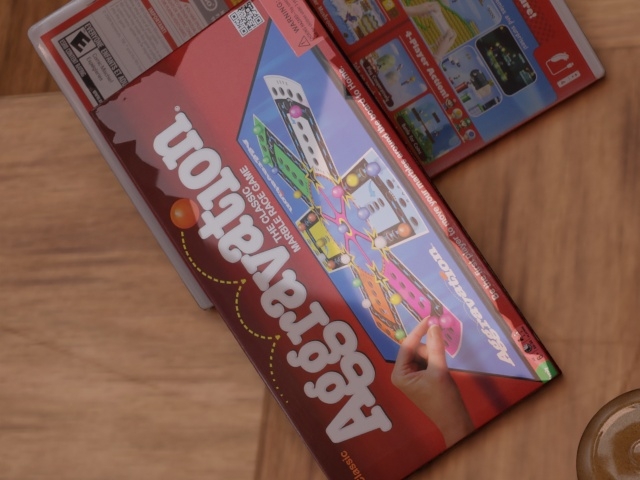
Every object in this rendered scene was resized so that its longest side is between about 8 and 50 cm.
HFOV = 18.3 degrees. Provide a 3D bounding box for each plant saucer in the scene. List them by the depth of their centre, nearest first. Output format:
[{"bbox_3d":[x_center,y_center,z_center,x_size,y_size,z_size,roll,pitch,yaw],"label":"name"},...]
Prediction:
[{"bbox_3d":[0.177,0.117,1.077,0.083,0.015,0.083,-9,65,21],"label":"plant saucer"}]

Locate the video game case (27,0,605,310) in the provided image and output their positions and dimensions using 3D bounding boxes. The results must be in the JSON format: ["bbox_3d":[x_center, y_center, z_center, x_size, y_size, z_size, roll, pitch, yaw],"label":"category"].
[{"bbox_3d":[-0.004,-0.113,1.185,0.285,0.025,0.204,-30,98,10],"label":"video game case"}]

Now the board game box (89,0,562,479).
[{"bbox_3d":[0.000,0.000,1.140,0.145,0.027,0.281,-35,81,9],"label":"board game box"}]
